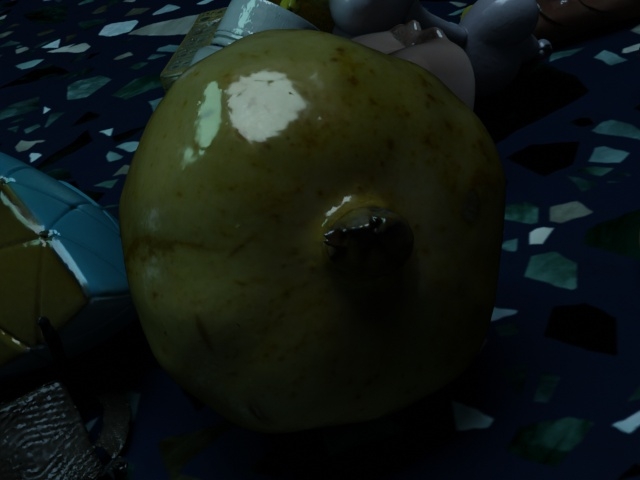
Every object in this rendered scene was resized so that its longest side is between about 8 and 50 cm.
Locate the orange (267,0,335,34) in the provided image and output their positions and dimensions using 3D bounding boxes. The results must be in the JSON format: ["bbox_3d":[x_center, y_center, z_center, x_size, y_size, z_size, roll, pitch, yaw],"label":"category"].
[{"bbox_3d":[0.008,-0.390,1.683,0.206,0.206,0.206,-12,30,7],"label":"orange"}]

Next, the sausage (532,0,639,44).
[{"bbox_3d":[0.433,-0.345,1.511,0.433,0.088,0.088,-16,30,-2],"label":"sausage"}]

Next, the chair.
[{"bbox_3d":[-0.253,0.172,0.962,0.174,0.149,0.213,-26,-11,-13],"label":"chair"}]

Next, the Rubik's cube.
[{"bbox_3d":[-0.225,0.036,1.071,0.254,0.254,0.254,-12,30,7],"label":"Rubik's cube"}]

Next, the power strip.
[{"bbox_3d":[-0.197,-0.314,1.798,0.064,0.044,0.305,-8,30,15],"label":"power strip"}]

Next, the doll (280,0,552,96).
[{"bbox_3d":[0.137,-0.271,1.347,0.365,0.160,0.094,10,37,-28],"label":"doll"}]

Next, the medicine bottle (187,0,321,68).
[{"bbox_3d":[-0.098,-0.133,1.225,0.143,0.143,0.258,22,85,47],"label":"medicine bottle"}]

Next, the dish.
[{"bbox_3d":[0.065,-0.151,1.224,0.090,0.213,0.213,1,16,-39],"label":"dish"}]

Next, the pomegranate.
[{"bbox_3d":[0.000,0.000,0.881,0.342,0.342,0.342,-12,30,7],"label":"pomegranate"}]

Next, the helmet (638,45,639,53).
[{"bbox_3d":[0.431,-0.197,1.268,0.098,0.070,0.123,-25,23,-28],"label":"helmet"}]

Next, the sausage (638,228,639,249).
[{"bbox_3d":[0.318,0.026,0.963,0.062,0.054,0.183,15,26,-11],"label":"sausage"}]
